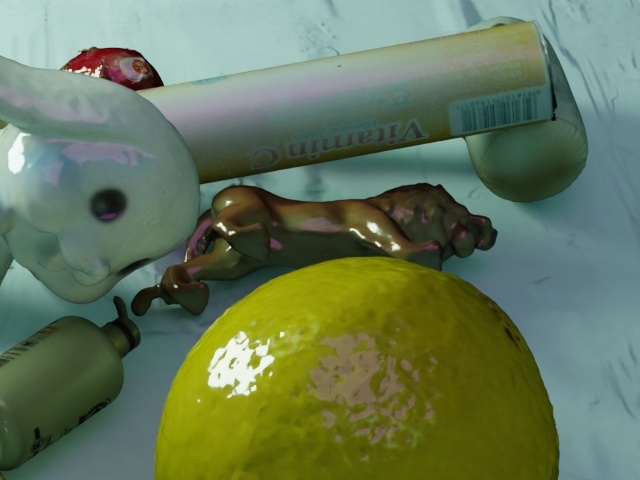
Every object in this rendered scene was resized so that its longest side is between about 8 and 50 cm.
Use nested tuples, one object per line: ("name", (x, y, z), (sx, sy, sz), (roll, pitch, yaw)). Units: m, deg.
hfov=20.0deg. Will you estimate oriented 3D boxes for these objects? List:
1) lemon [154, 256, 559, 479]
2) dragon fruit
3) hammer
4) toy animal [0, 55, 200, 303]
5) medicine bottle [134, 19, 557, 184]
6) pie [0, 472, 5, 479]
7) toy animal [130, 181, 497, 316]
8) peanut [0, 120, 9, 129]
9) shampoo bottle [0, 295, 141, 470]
("lemon", (0.025, 0.145, 1.247), (0.293, 0.293, 0.293), (5, 40, -4))
("dragon fruit", (-0.161, -0.124, 1.677), (0.190, 0.094, 0.094), (20, 41, 7))
("hammer", (0.087, -0.118, 1.701), (0.305, 0.113, 0.202), (-4, 38, -6))
("toy animal", (-0.241, -0.042, 1.447), (0.289, 0.249, 0.174), (21, 56, -2))
("medicine bottle", (-0.011, -0.110, 1.593), (0.426, 0.108, 0.108), (-10, 41, 0))
("pie", (-0.264, 0.194, 1.333), (0.084, 0.020, 0.084), (5, 42, -4))
("toy animal", (0.000, 0.000, 1.565), (0.312, 0.097, 0.157), (3, 28, -2))
("peanut", (-0.358, -0.098, 1.608), (0.194, 0.093, 0.083), (5, 79, 0))
("shampoo bottle", (-0.203, 0.107, 1.401), (0.079, 0.079, 0.162), (33, 45, 27))
